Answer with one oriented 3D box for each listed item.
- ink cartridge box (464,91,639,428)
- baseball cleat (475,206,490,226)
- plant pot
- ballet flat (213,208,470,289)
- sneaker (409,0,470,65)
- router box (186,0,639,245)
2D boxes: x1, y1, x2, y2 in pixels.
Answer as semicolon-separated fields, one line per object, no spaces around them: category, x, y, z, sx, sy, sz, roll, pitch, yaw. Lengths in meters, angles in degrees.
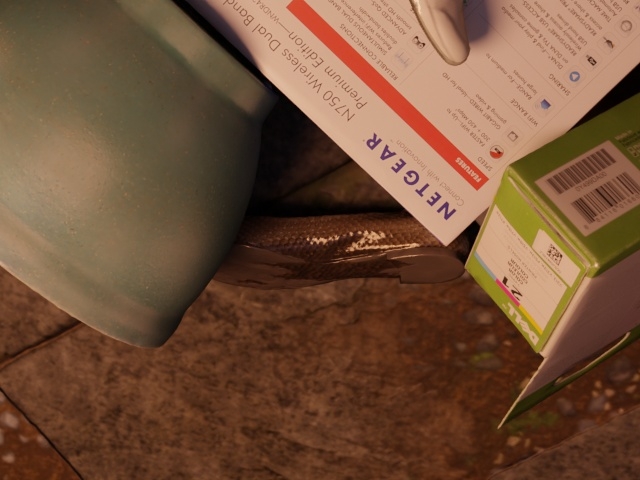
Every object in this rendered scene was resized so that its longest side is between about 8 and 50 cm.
ink cartridge box;0.205;0.015;0.975;0.097;0.189;0.255;51;153;22
baseball cleat;0.101;-0.070;1.014;0.110;0.072;0.205;-15;106;21
plant pot;-0.155;-0.092;0.922;0.293;0.293;0.196;42;96;-15
ballet flat;0.000;0.000;1.067;0.250;0.058;0.084;-1;153;13
sneaker;0.076;-0.187;0.818;0.061;0.053;0.152;-18;105;4
router box;0.073;-0.217;0.880;0.335;0.082;0.301;43;103;-11
